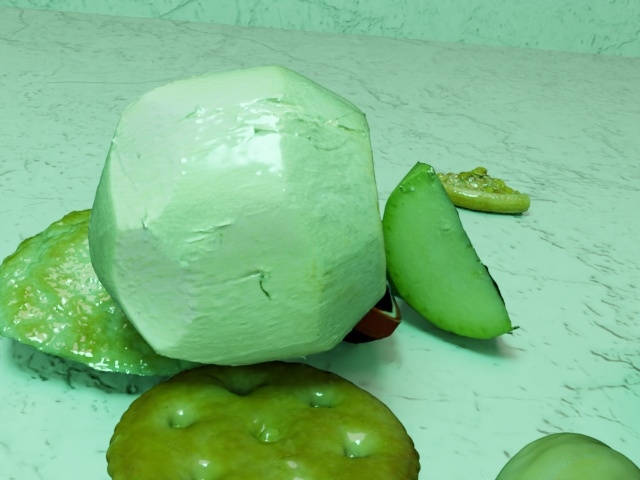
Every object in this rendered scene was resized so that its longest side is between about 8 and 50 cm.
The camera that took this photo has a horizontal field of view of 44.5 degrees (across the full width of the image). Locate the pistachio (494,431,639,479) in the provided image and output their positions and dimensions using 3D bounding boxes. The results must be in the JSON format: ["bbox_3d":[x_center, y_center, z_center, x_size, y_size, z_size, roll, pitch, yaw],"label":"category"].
[{"bbox_3d":[0.142,0.189,0.463,0.124,0.125,0.185,24,35,34],"label":"pistachio"}]

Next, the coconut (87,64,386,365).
[{"bbox_3d":[-0.070,-0.019,0.604,0.230,0.227,0.227,-7,24,2],"label":"coconut"}]

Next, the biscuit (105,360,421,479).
[{"bbox_3d":[-0.038,0.159,0.548,0.220,0.066,0.220,5,21,-2],"label":"biscuit"}]

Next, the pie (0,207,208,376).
[{"bbox_3d":[-0.161,0.040,0.740,0.274,0.106,0.257,-2,34,-16],"label":"pie"}]

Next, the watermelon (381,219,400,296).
[{"bbox_3d":[0.111,-0.008,0.934,0.092,0.075,0.181,24,29,28],"label":"watermelon"}]

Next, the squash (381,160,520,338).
[{"bbox_3d":[0.108,0.021,0.808,0.085,0.192,0.184,-27,3,-1],"label":"squash"}]

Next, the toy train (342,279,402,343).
[{"bbox_3d":[0.000,0.000,0.875,0.086,0.089,0.409,26,19,-19],"label":"toy train"}]

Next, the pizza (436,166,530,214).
[{"bbox_3d":[0.230,-0.080,1.161,0.178,0.041,0.131,20,26,28],"label":"pizza"}]
